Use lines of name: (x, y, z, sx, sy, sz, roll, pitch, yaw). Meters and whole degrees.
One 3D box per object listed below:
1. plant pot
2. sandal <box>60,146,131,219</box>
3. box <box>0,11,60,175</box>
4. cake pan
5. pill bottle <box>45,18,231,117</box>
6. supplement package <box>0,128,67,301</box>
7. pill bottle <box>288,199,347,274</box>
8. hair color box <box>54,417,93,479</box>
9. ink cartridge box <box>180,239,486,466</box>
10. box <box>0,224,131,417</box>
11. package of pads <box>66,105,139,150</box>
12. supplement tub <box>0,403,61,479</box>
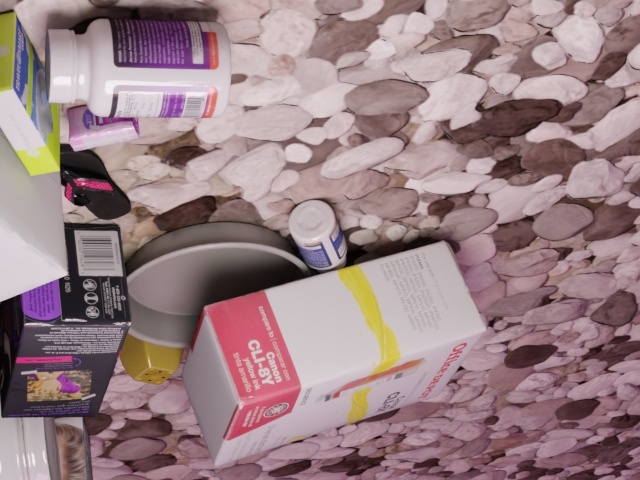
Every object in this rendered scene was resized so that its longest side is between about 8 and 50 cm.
plant pot: (-0.258, 0.172, 2.064, 0.081, 0.083, 0.081, 16, 139, -35)
sandal: (-0.293, -0.064, 1.716, 0.067, 0.040, 0.179, -20, 147, 14)
box: (-0.331, -0.164, 1.479, 0.042, 0.109, 0.178, -9, 149, 4)
cake pan: (-0.158, 0.064, 1.952, 0.293, 0.054, 0.293, -8, 148, -5)
pill bottle: (-0.202, -0.189, 1.482, 0.193, 0.108, 0.108, 0, 147, -16)
supplement package: (-0.406, -0.059, 1.535, 0.149, 0.203, 0.194, -21, 146, 16)
pill bottle: (0.000, 0.000, 1.887, 0.067, 0.067, 0.120, -15, 148, 6)
hair color box: (-0.559, 0.411, 2.265, 0.347, 0.174, 0.105, -8, 147, -6)
ink cartridge box: (0.014, 0.166, 1.972, 0.384, 0.160, 0.279, -15, 157, -19)
box: (-0.360, 0.115, 1.863, 0.143, 0.165, 0.270, 2, 147, -20)
package of pads: (-0.258, -0.138, 1.601, 0.083, 0.050, 0.032, -11, 148, 1)
supplement tub: (-0.575, 0.347, 2.105, 0.316, 0.228, 0.228, -7, 148, -6)
